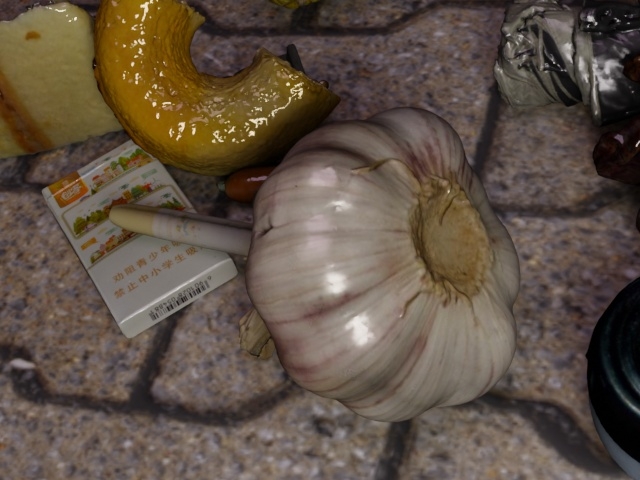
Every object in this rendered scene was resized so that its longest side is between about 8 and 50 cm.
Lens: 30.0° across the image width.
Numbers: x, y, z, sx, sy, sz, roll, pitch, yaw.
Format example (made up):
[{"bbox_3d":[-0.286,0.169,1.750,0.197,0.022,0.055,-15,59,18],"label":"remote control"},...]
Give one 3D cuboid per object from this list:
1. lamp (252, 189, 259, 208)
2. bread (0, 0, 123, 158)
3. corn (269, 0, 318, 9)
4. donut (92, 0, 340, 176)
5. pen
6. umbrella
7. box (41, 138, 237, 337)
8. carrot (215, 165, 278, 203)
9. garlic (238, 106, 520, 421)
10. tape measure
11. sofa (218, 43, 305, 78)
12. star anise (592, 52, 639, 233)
[{"bbox_3d":[0.019,-0.041,1.074,0.163,0.091,0.091,-9,47,5],"label":"lamp"},{"bbox_3d":[-0.320,-0.197,1.272,0.240,0.178,0.135,-13,48,10],"label":"bread"},{"bbox_3d":[-0.048,-0.374,1.382,0.119,0.119,0.322,-20,47,1],"label":"corn"},{"bbox_3d":[-0.124,-0.142,1.156,0.259,0.101,0.152,29,95,-3],"label":"donut"},{"bbox_3d":[-0.092,-0.001,1.086,0.233,0.032,0.040,10,74,21],"label":"pen"},{"bbox_3d":[0.335,-0.174,1.078,0.357,0.113,0.106,0,28,18],"label":"umbrella"},{"bbox_3d":[-0.181,-0.010,1.159,0.122,0.032,0.220,-31,48,-9],"label":"box"},{"bbox_3d":[-0.033,-0.056,1.150,0.142,0.035,0.035,-4,49,11],"label":"carrot"},{"bbox_3d":[0.019,0.038,0.959,0.253,0.245,0.245,-26,35,43],"label":"garlic"},{"bbox_3d":[0.284,0.099,0.856,0.181,0.107,0.182,2,50,16],"label":"tape measure"},{"bbox_3d":[-0.088,-0.158,1.240,0.147,0.060,0.085,-19,46,2],"label":"sofa"},{"bbox_3d":[0.326,-0.084,0.965,0.220,0.126,0.190,8,76,34],"label":"star anise"}]
